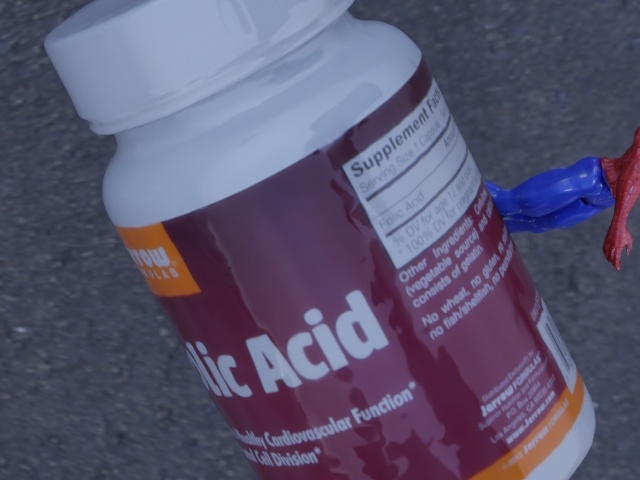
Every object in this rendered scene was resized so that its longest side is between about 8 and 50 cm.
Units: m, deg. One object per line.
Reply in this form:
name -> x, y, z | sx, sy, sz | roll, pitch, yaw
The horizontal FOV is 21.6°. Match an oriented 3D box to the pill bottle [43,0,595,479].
pill bottle -> 0.000, 0.000, 1.076 | 0.224, 0.224, 0.392 | -35, 107, -24

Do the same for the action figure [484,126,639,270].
action figure -> 0.190, -0.003, 1.156 | 0.091, 0.280, 0.139 | 23, 49, -51
